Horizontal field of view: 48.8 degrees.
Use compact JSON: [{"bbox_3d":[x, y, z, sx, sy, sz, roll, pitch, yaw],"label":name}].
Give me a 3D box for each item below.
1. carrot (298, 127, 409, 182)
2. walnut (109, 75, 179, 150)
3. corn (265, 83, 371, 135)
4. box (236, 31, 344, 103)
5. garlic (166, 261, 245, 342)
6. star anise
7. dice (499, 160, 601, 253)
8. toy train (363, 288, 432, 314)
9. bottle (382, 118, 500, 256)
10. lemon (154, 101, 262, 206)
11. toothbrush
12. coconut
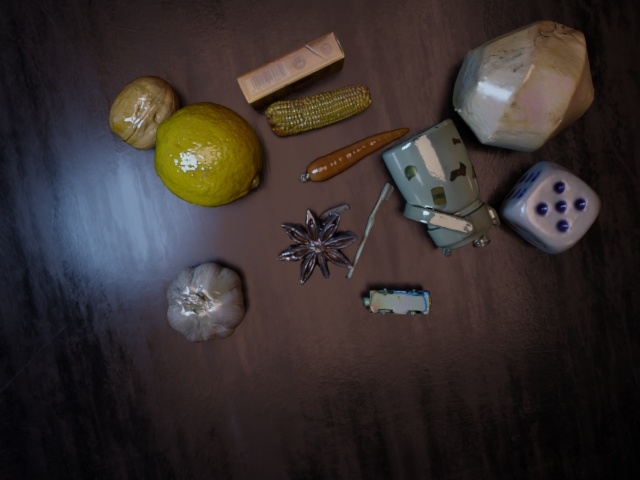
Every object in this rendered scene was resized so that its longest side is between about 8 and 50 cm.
[{"bbox_3d":[0.092,-0.237,1.926,0.336,0.069,0.069,-26,94,-2],"label":"carrot"},{"bbox_3d":[-0.463,-0.340,1.864,0.165,0.165,0.197,30,93,-3],"label":"walnut"},{"bbox_3d":[-0.003,-0.356,1.901,0.292,0.101,0.101,-17,94,-3],"label":"corn"},{"bbox_3d":[-0.075,-0.440,1.853,0.274,0.174,0.076,-26,95,2],"label":"box"},{"bbox_3d":[-0.312,0.169,1.904,0.228,0.152,0.227,0,94,-6],"label":"garlic"},{"bbox_3d":[0.001,0.000,1.931,0.230,0.081,0.262,30,104,-2],"label":"star anise"},{"bbox_3d":[0.608,-0.087,1.879,0.192,0.193,0.194,37,94,-2],"label":"dice"},{"bbox_3d":[0.210,0.167,1.939,0.188,0.099,0.072,1,91,0],"label":"toy train"},{"bbox_3d":[0.319,-0.121,1.871,0.229,0.229,0.351,-26,97,1],"label":"bottle"},{"bbox_3d":[-0.289,-0.219,1.822,0.293,0.293,0.293,0,94,-1],"label":"lemon"},{"bbox_3d":[0.133,-0.027,1.959,0.028,0.026,0.294,25,93,-18],"label":"toothbrush"},{"bbox_3d":[0.533,-0.394,1.802,0.353,0.352,0.352,0,94,-1],"label":"coconut"}]
